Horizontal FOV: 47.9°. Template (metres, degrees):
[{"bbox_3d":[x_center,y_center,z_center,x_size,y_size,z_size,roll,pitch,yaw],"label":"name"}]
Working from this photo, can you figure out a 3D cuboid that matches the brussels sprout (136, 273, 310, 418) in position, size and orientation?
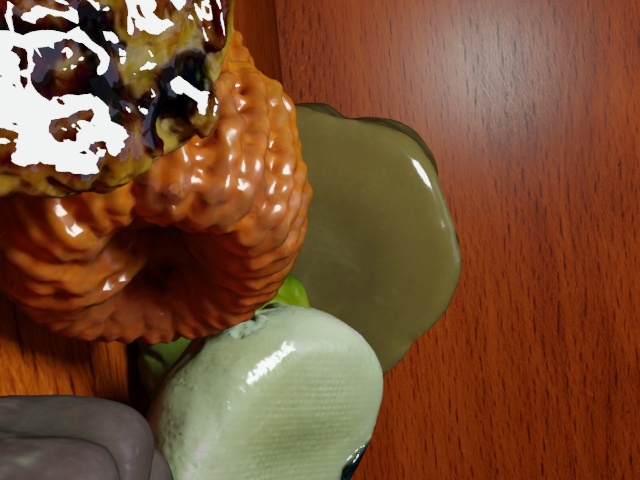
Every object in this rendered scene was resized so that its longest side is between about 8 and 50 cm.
[{"bbox_3d":[-0.137,0.132,0.963,0.294,0.227,0.259,12,80,-60],"label":"brussels sprout"}]

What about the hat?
[{"bbox_3d":[-0.177,-0.118,0.655,0.285,0.285,0.400,76,-5,-63],"label":"hat"}]

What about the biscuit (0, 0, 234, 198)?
[{"bbox_3d":[-0.197,-0.158,0.387,0.334,0.081,0.289,6,79,-42],"label":"biscuit"}]

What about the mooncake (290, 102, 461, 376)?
[{"bbox_3d":[0.000,0.000,1.191,0.262,0.467,0.467,-37,123,-77],"label":"mooncake"}]

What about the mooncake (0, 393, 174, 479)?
[{"bbox_3d":[-0.196,0.263,0.522,0.306,0.154,0.306,-3,90,-88],"label":"mooncake"}]

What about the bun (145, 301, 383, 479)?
[{"bbox_3d":[-0.078,0.187,0.771,0.179,0.283,0.283,24,-58,43],"label":"bun"}]
